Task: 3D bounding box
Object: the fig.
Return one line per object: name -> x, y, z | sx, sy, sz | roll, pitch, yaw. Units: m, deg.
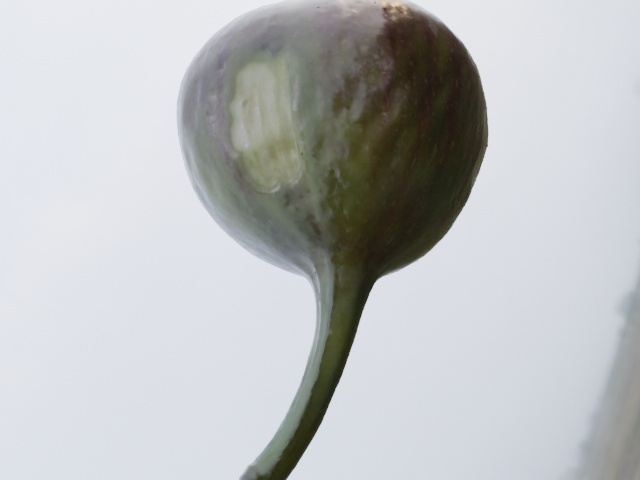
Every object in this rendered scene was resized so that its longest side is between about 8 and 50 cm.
fig -> 0.000, 0.000, 0.695 | 0.149, 0.149, 0.245 | 82, -168, -62
